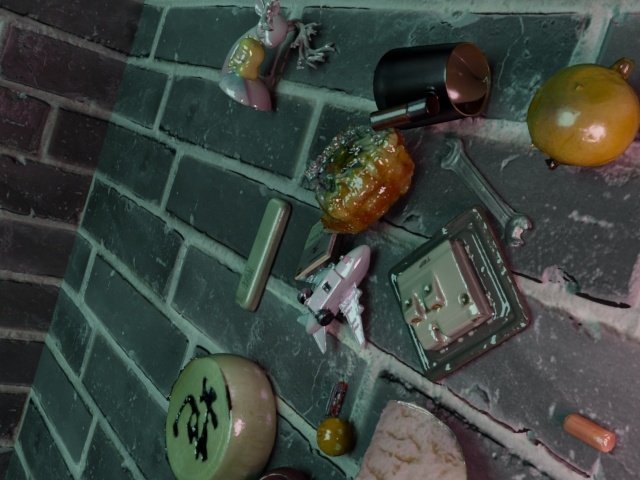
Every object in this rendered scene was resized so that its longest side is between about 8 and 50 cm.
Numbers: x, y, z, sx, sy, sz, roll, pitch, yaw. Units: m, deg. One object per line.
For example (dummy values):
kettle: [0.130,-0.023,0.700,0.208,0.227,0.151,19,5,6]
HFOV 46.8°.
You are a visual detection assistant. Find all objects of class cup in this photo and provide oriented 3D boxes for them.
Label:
cup: [0.208,-0.275,1.445,0.177,0.166,0.239,5,62,48]

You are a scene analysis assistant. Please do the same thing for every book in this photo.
book: [0.000,0.000,1.703,0.127,0.014,0.181,-36,25,41]

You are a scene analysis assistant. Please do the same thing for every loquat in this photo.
loquat: [0.420,-0.201,1.168,0.204,0.149,0.172,-53,37,12]

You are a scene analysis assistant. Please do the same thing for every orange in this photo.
orange: [0.028,0.412,1.548,0.083,0.070,0.083,-29,54,50]

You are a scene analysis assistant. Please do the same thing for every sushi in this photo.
sushi: [0.075,-0.130,1.582,0.274,0.139,0.184,-47,40,4]

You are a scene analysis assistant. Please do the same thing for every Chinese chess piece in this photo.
Chinese chess piece: [-0.257,0.456,1.849,0.349,0.146,0.349,-20,64,48]

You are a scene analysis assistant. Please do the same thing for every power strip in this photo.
power strip: [0.232,0.097,1.364,0.257,0.092,0.251,-42,47,36]

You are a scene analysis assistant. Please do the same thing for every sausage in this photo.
sausage: [0.405,0.290,1.119,0.083,0.034,0.034,24,98,54]

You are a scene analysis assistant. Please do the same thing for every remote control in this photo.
remote control: [-0.154,0.036,1.941,0.090,0.038,0.309,29,101,54]

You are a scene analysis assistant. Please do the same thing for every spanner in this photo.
spanner: [0.306,-0.098,1.395,0.071,0.017,0.302,-57,40,25]

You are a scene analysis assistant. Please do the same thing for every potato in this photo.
potato: [0.175,0.458,1.327,0.189,0.211,0.264,13,129,18]

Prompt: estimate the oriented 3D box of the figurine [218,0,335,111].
figurine: [-0.126,-0.498,1.976,0.315,0.206,0.284,-62,32,28]

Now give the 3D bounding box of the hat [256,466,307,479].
hat: [-0.085,0.598,1.608,0.205,0.089,0.205,-18,52,25]

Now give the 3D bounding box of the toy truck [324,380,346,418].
toy truck: [0.031,0.345,1.599,0.024,0.032,0.083,21,97,49]

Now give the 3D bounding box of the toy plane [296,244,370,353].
toy plane: [0.031,0.115,1.617,0.251,0.101,0.255,46,116,38]
